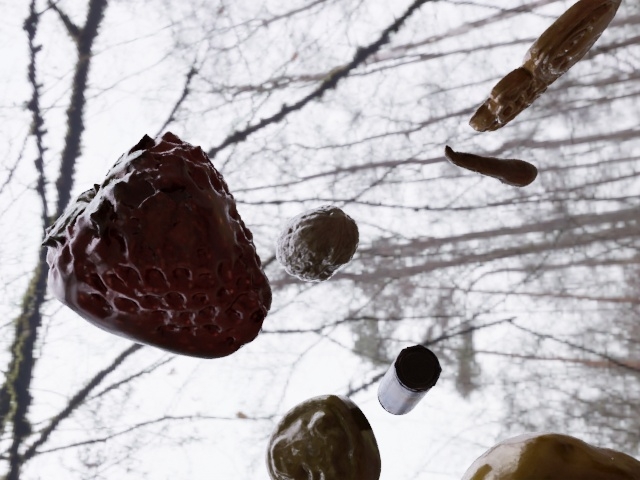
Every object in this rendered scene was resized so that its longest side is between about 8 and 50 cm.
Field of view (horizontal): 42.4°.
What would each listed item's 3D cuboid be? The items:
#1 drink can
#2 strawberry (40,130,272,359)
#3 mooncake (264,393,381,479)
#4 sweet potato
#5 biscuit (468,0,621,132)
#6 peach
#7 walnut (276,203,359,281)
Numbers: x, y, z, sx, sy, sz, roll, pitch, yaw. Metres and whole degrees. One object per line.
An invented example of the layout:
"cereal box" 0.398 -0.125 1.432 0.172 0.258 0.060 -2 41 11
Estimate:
"drink can" 0.180 0.294 1.711 0.235 0.097 0.097 103 -176 -65
"strawberry" -0.229 0.031 1.300 0.345 0.295 0.317 44 -98 -21
"mooncake" 0.007 0.417 1.642 0.117 0.235 0.234 21 -111 -54
"sweet potato" 0.296 -0.125 1.408 0.214 0.050 0.050 8 -101 -34
"biscuit" 0.348 -0.269 1.272 0.044 0.288 0.202 48 -159 14
"peach" 0.264 0.333 0.928 0.251 0.251 0.153 62 -163 -23
"walnut" 0.000 0.002 1.930 0.178 0.230 0.178 16 -125 -25
